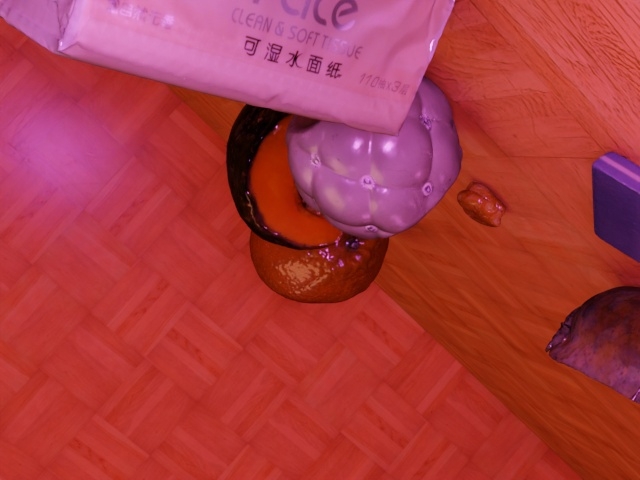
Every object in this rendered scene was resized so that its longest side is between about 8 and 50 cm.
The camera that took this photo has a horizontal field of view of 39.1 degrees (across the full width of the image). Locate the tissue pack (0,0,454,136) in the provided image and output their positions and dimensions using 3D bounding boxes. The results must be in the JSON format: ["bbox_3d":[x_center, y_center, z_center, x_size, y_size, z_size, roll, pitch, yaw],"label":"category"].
[{"bbox_3d":[-0.118,-0.271,0.943,0.404,0.205,0.331,5,-157,-41],"label":"tissue pack"}]

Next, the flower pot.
[{"bbox_3d":[0.070,-0.130,1.250,0.195,0.246,0.246,44,173,-22],"label":"flower pot"}]

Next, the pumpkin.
[{"bbox_3d":[-0.061,-0.145,1.782,0.256,0.303,0.225,15,-170,-19],"label":"pumpkin"}]

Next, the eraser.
[{"bbox_3d":[0.363,-0.032,1.060,0.082,0.036,0.225,38,173,28],"label":"eraser"}]

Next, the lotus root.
[{"bbox_3d":[0.467,0.155,1.256,0.267,0.149,0.260,25,-175,-25],"label":"lotus root"}]

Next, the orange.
[{"bbox_3d":[0.000,0.000,2.124,0.322,0.322,0.357,44,167,-23],"label":"orange"}]

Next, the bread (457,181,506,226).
[{"bbox_3d":[0.259,-0.058,1.453,0.081,0.046,0.083,35,170,30],"label":"bread"}]
